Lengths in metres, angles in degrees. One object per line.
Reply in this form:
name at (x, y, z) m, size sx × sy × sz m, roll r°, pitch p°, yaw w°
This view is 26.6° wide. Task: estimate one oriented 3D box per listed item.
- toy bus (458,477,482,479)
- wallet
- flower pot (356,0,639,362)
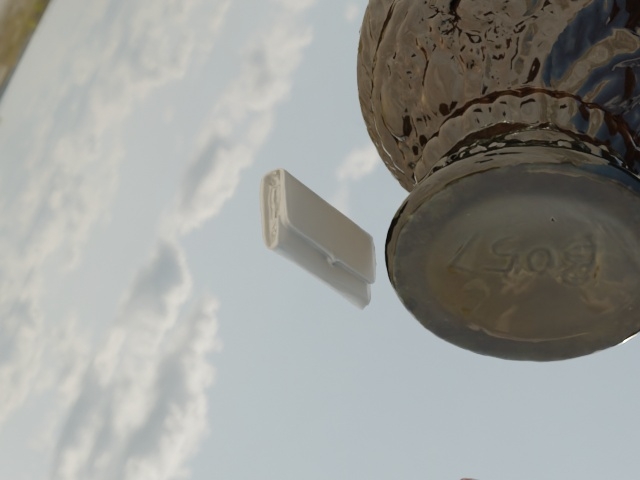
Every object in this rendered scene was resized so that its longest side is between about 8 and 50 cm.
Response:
toy bus at (0.130, 0.373, 1.375) m, size 0.303 × 0.147 × 0.127 m, roll -59°, pitch -179°, yaw 40°
wallet at (0.000, 0.000, 0.925) m, size 0.025 × 0.122 × 0.061 m, roll -14°, pitch -119°, yaw 28°
flower pot at (0.151, -0.073, 0.959) m, size 0.266 × 0.266 × 0.267 m, roll -51°, pitch -157°, yaw 41°
